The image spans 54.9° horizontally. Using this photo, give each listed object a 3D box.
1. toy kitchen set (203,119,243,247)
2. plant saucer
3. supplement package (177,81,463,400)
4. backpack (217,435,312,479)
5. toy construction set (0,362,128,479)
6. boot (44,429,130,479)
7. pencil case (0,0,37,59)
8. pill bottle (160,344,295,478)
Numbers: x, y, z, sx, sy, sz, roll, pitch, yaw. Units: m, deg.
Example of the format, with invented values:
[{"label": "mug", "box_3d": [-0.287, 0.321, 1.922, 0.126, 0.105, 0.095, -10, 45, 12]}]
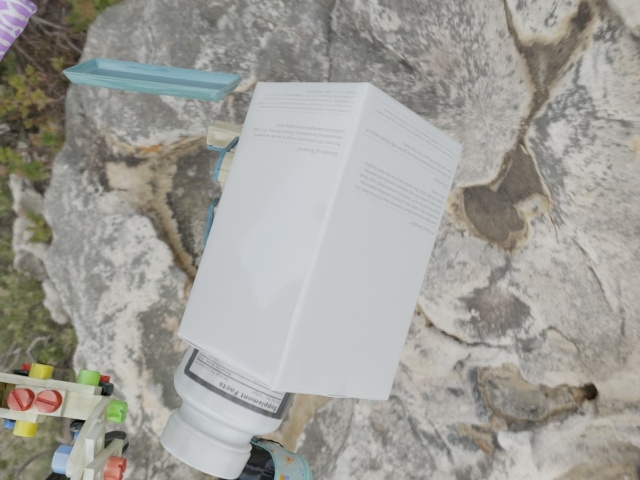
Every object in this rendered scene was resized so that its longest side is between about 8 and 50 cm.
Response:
[{"label": "toy kitchen set", "box_3d": [-0.168, -0.101, 1.104, 0.122, 0.207, 0.166, 14, 115, 1]}, {"label": "plant saucer", "box_3d": [-0.189, -0.183, 0.699, 0.191, 0.067, 0.018, 10, 121, 11]}, {"label": "supplement package", "box_3d": [0.000, 0.000, 0.665, 0.175, 0.177, 0.293, 15, 86, 45]}, {"label": "backpack", "box_3d": [-0.096, 0.434, 1.073, 0.144, 0.188, 0.166, 26, 72, -25]}, {"label": "toy construction set", "box_3d": [-0.385, 0.217, 0.802, 0.327, 0.215, 0.151, 22, 74, 5]}, {"label": "boot", "box_3d": [-0.414, 0.478, 1.106, 0.085, 0.236, 0.179, 2, 123, 44]}, {"label": "pencil case", "box_3d": [-0.575, -0.346, 1.060, 0.086, 0.088, 0.206, 41, 99, -8]}, {"label": "pill bottle", "box_3d": [-0.108, 0.176, 0.921, 0.176, 0.176, 0.319, 26, 82, 9]}]
